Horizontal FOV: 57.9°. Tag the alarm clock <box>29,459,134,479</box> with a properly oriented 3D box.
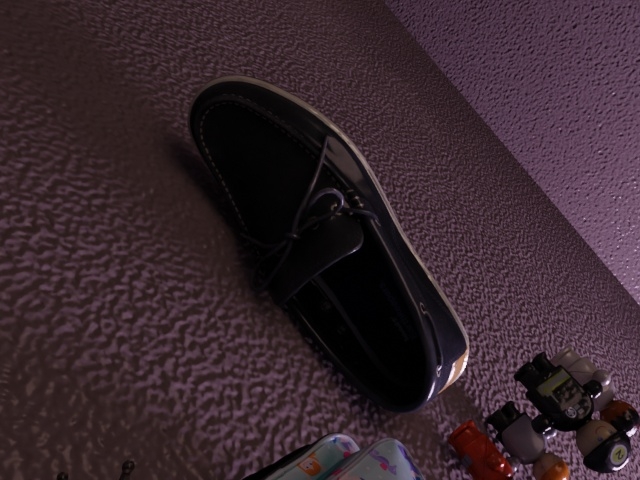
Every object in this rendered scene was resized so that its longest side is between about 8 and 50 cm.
[{"bbox_3d":[-0.142,0.237,0.344,0.064,0.129,0.192,7,65,-44],"label":"alarm clock"}]

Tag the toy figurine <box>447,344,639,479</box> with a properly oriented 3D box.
[{"bbox_3d":[0.302,0.255,0.760,0.209,0.213,0.148,7,37,-52],"label":"toy figurine"}]

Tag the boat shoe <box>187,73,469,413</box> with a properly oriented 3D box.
[{"bbox_3d":[0.000,0.000,0.720,0.500,0.186,0.156,53,26,1],"label":"boat shoe"}]

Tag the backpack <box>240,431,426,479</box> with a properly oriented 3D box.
[{"bbox_3d":[0.017,0.290,0.424,0.225,0.191,0.254,-10,67,-54],"label":"backpack"}]
